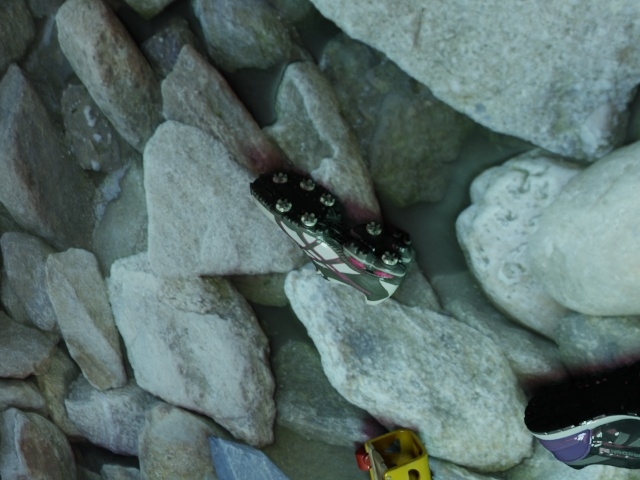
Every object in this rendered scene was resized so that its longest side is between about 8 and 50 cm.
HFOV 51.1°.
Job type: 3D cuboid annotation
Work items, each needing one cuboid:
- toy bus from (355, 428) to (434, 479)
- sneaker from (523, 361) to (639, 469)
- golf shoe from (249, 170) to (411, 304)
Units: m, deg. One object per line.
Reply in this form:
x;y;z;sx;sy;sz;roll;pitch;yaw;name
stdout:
0.145;0.424;1.139;0.202;0.104;0.191;102;148;-65;toy bus
0.429;0.240;0.892;0.283;0.107;0.124;-22;117;41;sneaker
0.000;0.000;1.005;0.272;0.105;0.120;34;134;12;golf shoe
